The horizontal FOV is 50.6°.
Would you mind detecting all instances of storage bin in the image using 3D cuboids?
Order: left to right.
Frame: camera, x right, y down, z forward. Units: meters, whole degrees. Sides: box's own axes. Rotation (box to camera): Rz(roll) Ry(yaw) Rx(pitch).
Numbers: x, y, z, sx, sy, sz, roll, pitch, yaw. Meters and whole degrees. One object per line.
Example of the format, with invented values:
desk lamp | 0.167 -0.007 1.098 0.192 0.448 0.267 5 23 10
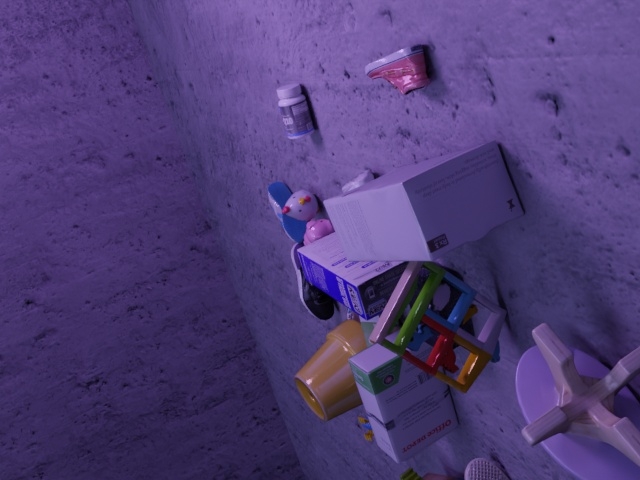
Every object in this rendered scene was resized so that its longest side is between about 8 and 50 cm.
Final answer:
storage bin | 0.272 0.154 1.560 0.122 0.084 0.180 28 140 59

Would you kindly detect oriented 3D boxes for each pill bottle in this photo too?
pill bottle | -0.070 -0.351 1.836 0.078 0.078 0.137 28 139 59

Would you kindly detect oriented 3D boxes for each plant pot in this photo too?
plant pot | 0.061 0.403 2.020 0.254 0.239 0.254 47 158 26

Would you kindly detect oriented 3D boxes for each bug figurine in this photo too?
bug figurine | 0.170 0.552 2.317 0.216 0.072 0.279 -4 105 63

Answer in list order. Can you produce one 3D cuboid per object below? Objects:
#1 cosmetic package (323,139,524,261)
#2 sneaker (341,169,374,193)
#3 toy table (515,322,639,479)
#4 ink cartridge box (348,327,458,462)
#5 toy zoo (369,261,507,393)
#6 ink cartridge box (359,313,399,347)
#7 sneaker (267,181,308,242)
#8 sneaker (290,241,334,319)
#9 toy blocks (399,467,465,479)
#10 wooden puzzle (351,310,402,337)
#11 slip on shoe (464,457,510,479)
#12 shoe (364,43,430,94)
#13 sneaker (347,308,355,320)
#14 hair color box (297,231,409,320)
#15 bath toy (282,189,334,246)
cosmetic package | 0.184 -0.064 1.335 0.156 0.217 0.385 67 159 -5
sneaker | 0.113 -0.093 1.692 0.115 0.090 0.232 53 167 13
toy table | 0.434 0.265 1.095 0.274 0.252 0.161 41 168 28
ink cartridge box | 0.222 0.406 1.797 0.121 0.211 0.289 22 133 62
toy zoo | 0.255 0.178 1.349 0.293 0.192 0.030 33 172 -23
ink cartridge box | 0.155 0.195 1.877 0.109 0.062 0.209 -8 97 62
sneaker | -0.103 -0.085 2.248 0.092 0.087 0.229 90 156 -63
sneaker | -0.012 0.141 2.250 0.124 0.107 0.283 3 117 61
toy blocks | 0.412 0.824 1.921 0.261 0.190 0.381 -22 94 59
wooden puzzle | 0.194 0.307 2.016 0.238 0.044 0.221 19 131 58
slip on shoe | 0.457 0.702 1.708 0.331 0.123 0.101 59 164 1
shoe | 0.149 -0.323 1.331 0.178 0.063 0.081 -1 108 64
sneaker | 0.112 0.267 2.144 0.076 0.065 0.167 34 142 63
hair color box | 0.099 0.073 1.756 0.339 0.185 0.110 27 138 61
bath toy | 0.000 0.000 2.009 0.151 0.129 0.348 -40 74 35
